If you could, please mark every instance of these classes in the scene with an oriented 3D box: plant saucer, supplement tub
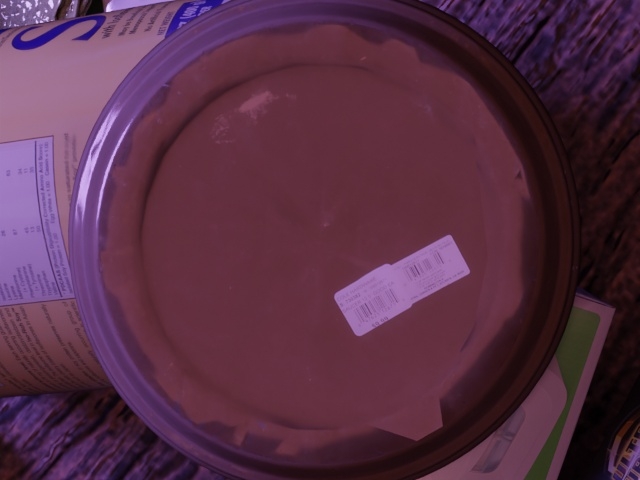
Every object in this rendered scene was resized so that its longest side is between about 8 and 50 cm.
[{"bbox_3d":[0.000,0.000,0.824,0.278,0.041,0.278,0,91,3],"label":"plant saucer"},{"bbox_3d":[-0.152,-0.023,1.001,0.331,0.241,0.241,-6,88,16],"label":"supplement tub"}]

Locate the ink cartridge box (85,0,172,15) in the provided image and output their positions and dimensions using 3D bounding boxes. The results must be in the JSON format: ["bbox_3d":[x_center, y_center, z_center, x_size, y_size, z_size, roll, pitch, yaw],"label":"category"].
[{"bbox_3d":[-0.148,-0.197,1.105,0.235,0.056,0.171,-6,88,10],"label":"ink cartridge box"}]

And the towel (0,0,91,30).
[{"bbox_3d":[-0.214,-0.198,1.103,0.148,0.027,0.110,30,109,29],"label":"towel"}]

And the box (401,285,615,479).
[{"bbox_3d":[0.064,0.131,0.958,0.126,0.231,0.262,19,92,-1],"label":"box"}]

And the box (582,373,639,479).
[{"bbox_3d":[0.225,0.260,0.902,0.073,0.293,0.295,24,85,53],"label":"box"}]
